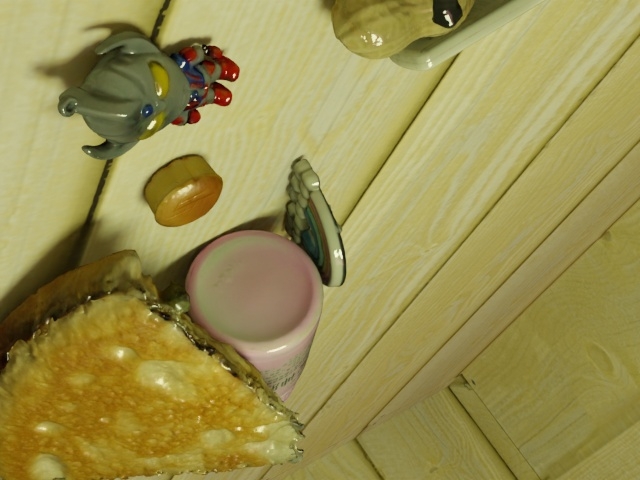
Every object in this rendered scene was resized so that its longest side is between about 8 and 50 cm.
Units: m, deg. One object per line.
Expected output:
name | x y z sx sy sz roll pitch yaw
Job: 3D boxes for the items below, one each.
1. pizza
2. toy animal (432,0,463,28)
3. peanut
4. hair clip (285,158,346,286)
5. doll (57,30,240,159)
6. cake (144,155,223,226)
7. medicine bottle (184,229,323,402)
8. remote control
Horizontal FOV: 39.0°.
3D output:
pizza | -0.239 0.156 1.044 0.435 0.080 0.391 -5 137 -3
toy animal | 0.205 -0.336 0.811 0.343 0.106 0.168 -39 154 -11
peanut | 0.087 -0.229 0.894 0.187 0.082 0.082 -27 159 -28
hair clip | 0.000 0.000 1.176 0.054 0.140 0.220 -20 158 -14
doll | -0.145 -0.124 0.769 0.195 0.062 0.104 -22 158 -51
cake | -0.145 -0.050 0.963 0.084 0.044 0.084 -31 158 -14
medicine bottle | -0.099 0.127 1.243 0.178 0.178 0.290 -28 159 -22
remote control | 0.162 -0.242 0.983 0.190 0.087 0.029 -32 121 -12
